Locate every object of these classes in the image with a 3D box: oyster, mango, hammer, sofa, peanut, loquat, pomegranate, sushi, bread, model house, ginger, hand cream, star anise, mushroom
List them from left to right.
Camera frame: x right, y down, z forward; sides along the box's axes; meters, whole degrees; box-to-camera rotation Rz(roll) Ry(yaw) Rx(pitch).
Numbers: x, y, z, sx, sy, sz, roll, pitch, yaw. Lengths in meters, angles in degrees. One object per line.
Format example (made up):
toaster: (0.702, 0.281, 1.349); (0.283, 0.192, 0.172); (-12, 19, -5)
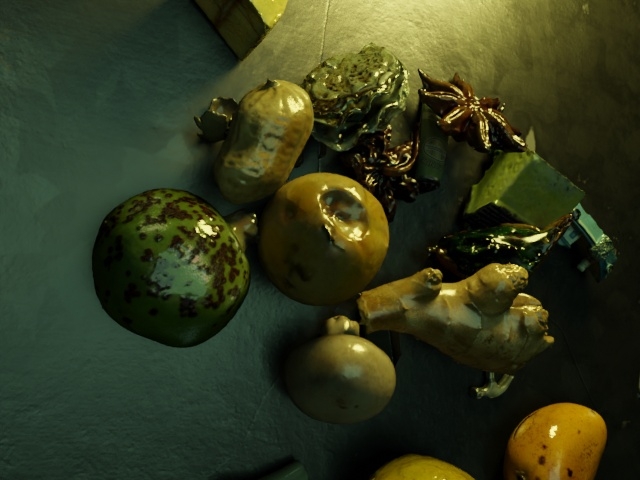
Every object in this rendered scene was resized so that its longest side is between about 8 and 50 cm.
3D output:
pomegranate: (-0.216, 0.037, 0.883); (0.270, 0.254, 0.254); (-27, 100, -17)
peanut: (-0.091, -0.159, 0.899); (0.129, 0.129, 0.225); (24, 79, -21)
bread: (-0.074, -0.466, 0.978); (0.264, 0.167, 0.163); (-41, 106, -18)
loquat: (0.000, 0.000, 0.975); (0.243, 0.244, 0.244); (0, 90, -23)
mushroom: (0.037, 0.229, 1.033); (0.204, 0.204, 0.204); (0, 90, -23)
oyster: (0.069, -0.271, 1.027); (0.267, 0.198, 0.112); (-41, 148, -26)
star anise: (0.113, -0.138, 1.083); (0.190, 0.126, 0.220); (5, 91, -19)
sofa: (0.118, 0.176, 1.123); (0.060, 0.085, 0.147); (-7, 95, 20)
hand cream: (0.236, -0.210, 1.173); (0.086, 0.055, 0.235); (18, 75, -26)
star anise: (0.289, -0.242, 1.137); (0.271, 0.103, 0.272); (16, 42, -15)
ginger: (0.263, 0.141, 1.026); (0.375, 0.236, 0.166); (15, 55, -33)
hammer: (0.376, 0.223, 1.245); (0.103, 0.029, 0.247); (-2, 90, -22)
sushi: (0.364, 0.034, 1.126); (0.140, 0.287, 0.149); (60, 28, -47)
model house: (0.423, -0.083, 1.222); (0.193, 0.170, 0.211); (29, 107, -23)
mango: (0.519, 0.468, 1.238); (0.290, 0.160, 0.191); (-35, 94, -23)

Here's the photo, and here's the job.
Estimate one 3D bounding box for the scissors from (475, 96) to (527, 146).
scissors: (0.385, -0.266, 1.232); (0.176, 0.085, 0.022); (38, 114, -7)

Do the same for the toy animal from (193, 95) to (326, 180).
toy animal: (-0.111, -0.192, 1.014); (0.214, 0.093, 0.186); (-35, 107, -27)

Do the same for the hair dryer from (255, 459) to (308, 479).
hair dryer: (-0.094, 0.532, 1.039); (0.229, 0.092, 0.267); (-40, 119, -23)

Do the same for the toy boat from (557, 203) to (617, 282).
toy boat: (0.597, 0.005, 1.300); (0.098, 0.109, 0.238); (-42, 103, 4)

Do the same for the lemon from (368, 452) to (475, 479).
lemon: (0.207, 0.550, 1.048); (0.321, 0.268, 0.268); (36, 77, -6)
